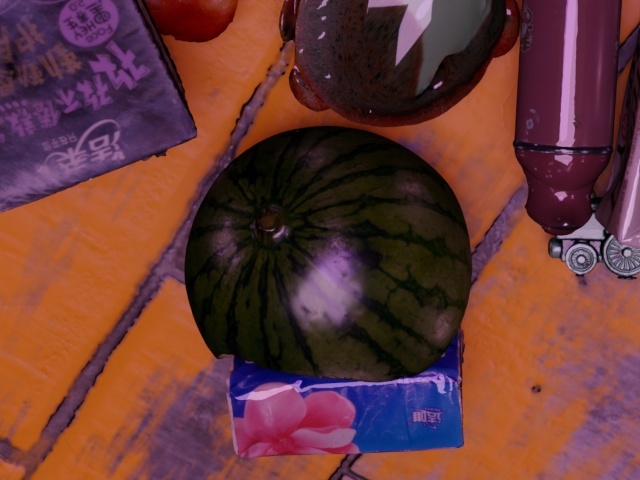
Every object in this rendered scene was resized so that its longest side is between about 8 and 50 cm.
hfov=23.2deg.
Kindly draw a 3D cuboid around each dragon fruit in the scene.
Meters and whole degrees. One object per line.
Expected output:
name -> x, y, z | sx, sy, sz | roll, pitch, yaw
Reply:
dragon fruit -> 0.088, -0.251, 1.689 | 0.268, 0.130, 0.295 | 31, 101, -21

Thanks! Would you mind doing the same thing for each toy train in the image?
toy train -> 0.354, -0.012, 1.812 | 0.178, 0.071, 0.104 | 1, 100, 6

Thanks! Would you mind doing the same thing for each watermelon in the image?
watermelon -> 0.000, 0.000, 1.701 | 0.331, 0.189, 0.330 | -3, 73, 8

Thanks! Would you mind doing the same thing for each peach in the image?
peach -> -0.163, -0.294, 1.729 | 0.151, 0.118, 0.151 | -4, 85, 44

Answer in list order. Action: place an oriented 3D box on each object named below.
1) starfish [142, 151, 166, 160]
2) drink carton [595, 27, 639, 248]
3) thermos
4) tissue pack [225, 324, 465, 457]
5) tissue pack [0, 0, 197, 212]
starfish -> -0.390, -0.219, 1.721 | 0.324, 0.082, 0.432 | -11, 138, 12
drink carton -> 0.395, -0.152, 1.655 | 0.132, 0.194, 0.324 | 13, 98, 1
thermos -> 0.261, -0.171, 1.708 | 0.110, 0.136, 0.330 | -2, 99, -33
tissue pack -> 0.036, 0.154, 1.829 | 0.270, 0.209, 0.137 | -4, 124, 5
tissue pack -> -0.304, -0.210, 1.605 | 0.259, 0.122, 0.361 | -20, 135, 5
